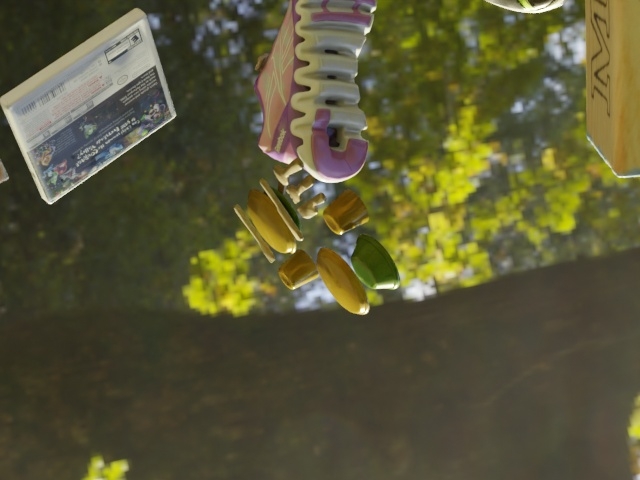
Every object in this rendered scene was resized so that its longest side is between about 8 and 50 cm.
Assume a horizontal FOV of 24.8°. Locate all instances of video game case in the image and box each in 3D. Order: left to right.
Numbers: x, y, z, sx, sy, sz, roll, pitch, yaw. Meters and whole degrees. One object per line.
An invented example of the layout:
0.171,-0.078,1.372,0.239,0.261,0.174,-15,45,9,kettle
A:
-0.259,-0.151,1.651,0.022,0.190,0.173,40,-22,31,video game case

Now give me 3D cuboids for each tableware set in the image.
0.000,0.000,0.890,0.104,0.024,0.154,56,-21,-1,tableware set

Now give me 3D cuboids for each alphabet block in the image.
0.380,-0.187,1.503,0.193,0.192,0.197,-95,-179,-73,alphabet block

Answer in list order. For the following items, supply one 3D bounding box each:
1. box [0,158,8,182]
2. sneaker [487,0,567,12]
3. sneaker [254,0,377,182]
-0.393,-0.064,1.282,0.036,0.207,0.114,53,-16,50,box
0.179,-0.313,1.672,0.235,0.097,0.084,16,-75,30,sneaker
-0.014,-0.172,1.346,0.105,0.095,0.236,3,-91,46,sneaker
